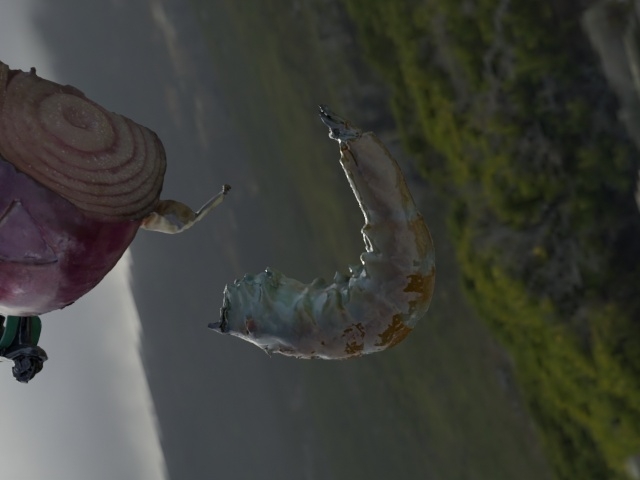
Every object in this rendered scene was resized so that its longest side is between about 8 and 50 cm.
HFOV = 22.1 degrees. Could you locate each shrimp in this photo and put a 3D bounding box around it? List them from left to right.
[{"bbox_3d":[0.022,0.024,1.580,0.287,0.185,0.068,-62,1,39],"label":"shrimp"}]

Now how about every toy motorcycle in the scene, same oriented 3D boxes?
[{"bbox_3d":[-0.369,0.105,1.862,0.058,0.173,0.100,21,-101,-51],"label":"toy motorcycle"}]

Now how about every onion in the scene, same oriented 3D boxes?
[{"bbox_3d":[-0.299,-0.033,1.682,0.272,0.230,0.256,44,-149,0],"label":"onion"}]
